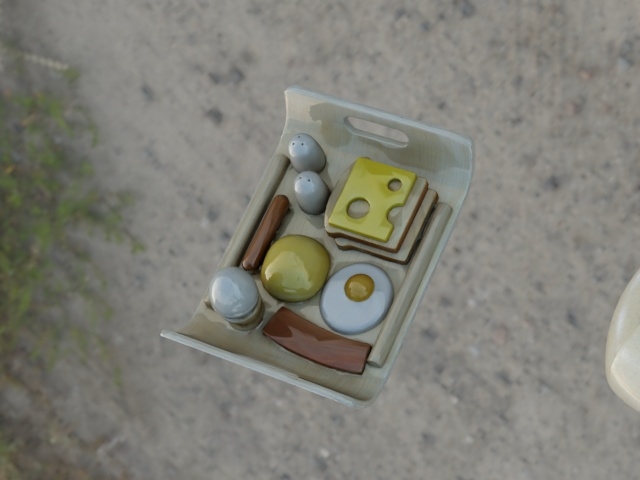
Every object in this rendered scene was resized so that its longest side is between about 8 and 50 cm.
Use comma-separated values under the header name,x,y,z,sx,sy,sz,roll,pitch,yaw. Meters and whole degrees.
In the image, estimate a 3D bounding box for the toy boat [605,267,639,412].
name,x,y,z,sx,sy,sz,roll,pitch,yaw
toy boat,0.376,0.117,1.201,0.267,0.318,0.148,-25,141,14

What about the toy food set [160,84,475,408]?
name,x,y,z,sx,sy,sz,roll,pitch,yaw
toy food set,0.000,0.000,1.498,0.219,0.306,0.092,18,160,22
